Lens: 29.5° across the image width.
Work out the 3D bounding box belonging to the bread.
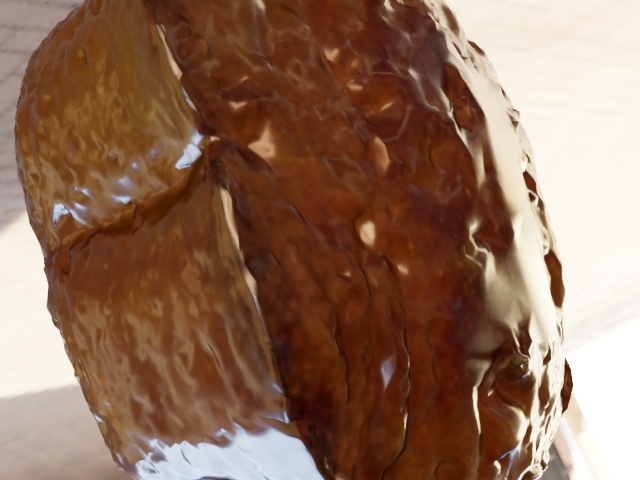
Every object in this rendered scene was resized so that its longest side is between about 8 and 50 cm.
[{"bbox_3d":[0.009,0.003,0.436,0.135,0.247,0.232,-19,-177,36],"label":"bread"}]
